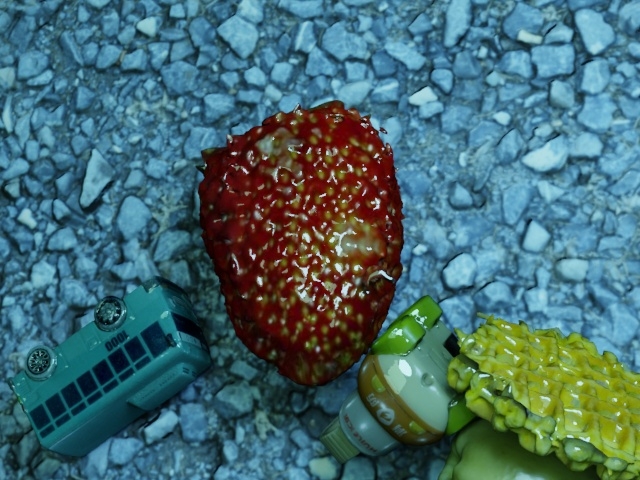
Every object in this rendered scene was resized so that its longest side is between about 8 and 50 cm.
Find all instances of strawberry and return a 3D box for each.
[{"bbox_3d":[0.001,-0.002,1.585,0.292,0.292,0.343,-31,54,6],"label":"strawberry"}]

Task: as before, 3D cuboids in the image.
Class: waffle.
[{"bbox_3d":[0.282,0.180,1.440,0.329,0.329,0.062,33,114,25],"label":"waffle"}]

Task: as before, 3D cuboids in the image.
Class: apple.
[{"bbox_3d":[0.235,0.295,1.465,0.200,0.200,0.200,-6,70,16],"label":"apple"}]

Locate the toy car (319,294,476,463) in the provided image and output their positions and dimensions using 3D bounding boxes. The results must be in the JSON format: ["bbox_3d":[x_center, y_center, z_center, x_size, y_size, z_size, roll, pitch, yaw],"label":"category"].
[{"bbox_3d":[0.090,0.198,1.542,0.235,0.235,0.145,-41,86,1],"label":"toy car"}]

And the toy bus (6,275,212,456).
[{"bbox_3d":[-0.278,0.175,1.708,0.256,0.128,0.147,-35,67,6],"label":"toy bus"}]
